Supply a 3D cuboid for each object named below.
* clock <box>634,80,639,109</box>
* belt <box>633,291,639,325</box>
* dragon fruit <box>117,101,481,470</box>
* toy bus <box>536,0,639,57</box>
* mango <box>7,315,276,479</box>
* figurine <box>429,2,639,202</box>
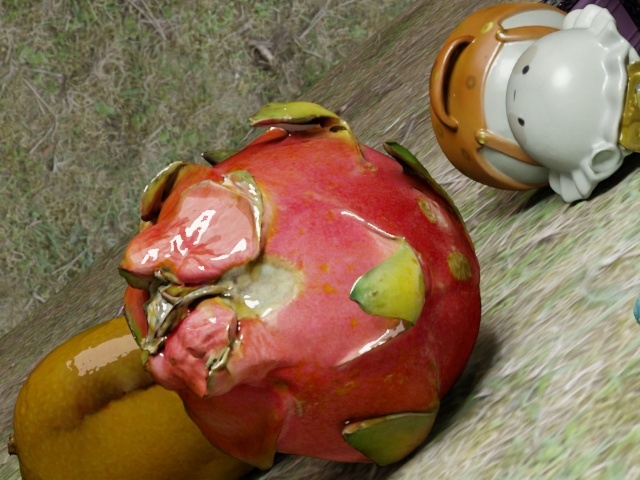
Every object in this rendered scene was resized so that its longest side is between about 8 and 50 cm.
[{"bbox_3d":[0.300,-0.129,1.142,0.237,0.057,0.237,-35,14,10],"label":"clock"},{"bbox_3d":[0.207,0.019,0.838,0.100,0.065,0.179,-50,13,-8],"label":"belt"},{"bbox_3d":[-0.014,0.031,1.127,0.224,0.224,0.227,-39,-32,7],"label":"dragon fruit"},{"bbox_3d":[0.201,-0.149,1.532,0.098,0.087,0.178,-23,17,42],"label":"toy bus"},{"bbox_3d":[-0.105,0.118,1.326,0.236,0.166,0.136,-20,56,5],"label":"mango"},{"bbox_3d":[0.170,-0.099,1.348,0.143,0.143,0.271,-45,32,-25],"label":"figurine"}]
